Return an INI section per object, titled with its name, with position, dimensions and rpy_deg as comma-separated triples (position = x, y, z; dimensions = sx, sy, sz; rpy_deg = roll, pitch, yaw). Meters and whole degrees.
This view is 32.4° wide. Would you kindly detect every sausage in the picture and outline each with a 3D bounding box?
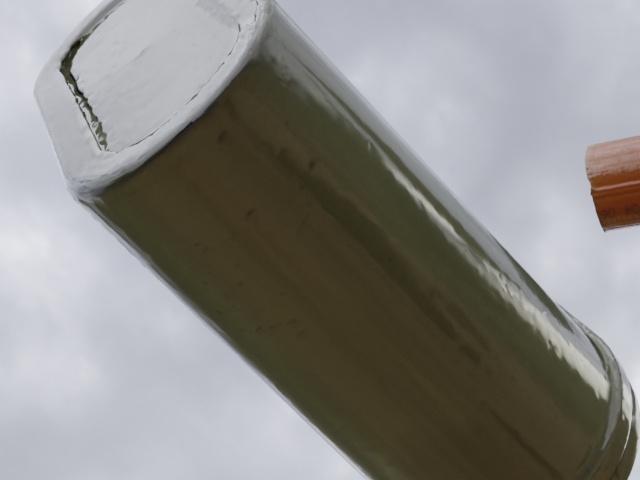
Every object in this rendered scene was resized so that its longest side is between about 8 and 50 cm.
[sausage]
position = 0.317, -0.059, 0.805
dimensions = 0.234, 0.071, 0.071
rpy_deg = -10, -36, 25

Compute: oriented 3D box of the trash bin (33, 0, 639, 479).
[trash bin]
position = 0.000, 0.000, 0.496
dimensions = 0.121, 0.243, 0.247
rpy_deg = -43, -63, 1
